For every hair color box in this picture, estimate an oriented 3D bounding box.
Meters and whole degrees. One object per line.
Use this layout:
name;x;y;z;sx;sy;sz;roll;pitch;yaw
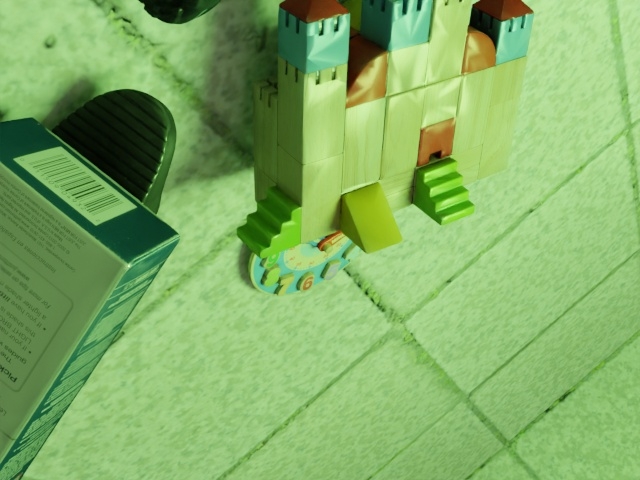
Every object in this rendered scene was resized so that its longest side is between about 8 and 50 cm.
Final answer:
hair color box;-0.290;0.084;0.778;0.347;0.174;0.105;-53;176;20

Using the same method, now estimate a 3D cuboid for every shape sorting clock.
shape sorting clock;0.000;0.000;1.150;0.206;0.040;0.206;-26;145;-20

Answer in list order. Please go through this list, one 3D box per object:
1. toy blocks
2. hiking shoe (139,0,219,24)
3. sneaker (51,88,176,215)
toy blocks;0.077;-0.167;0.929;0.381;0.191;0.261;-20;132;-28
hiking shoe;-0.043;-0.291;0.686;0.304;0.113;0.132;-50;169;34
sneaker;-0.217;-0.004;0.874;0.330;0.122;0.146;-56;163;22
